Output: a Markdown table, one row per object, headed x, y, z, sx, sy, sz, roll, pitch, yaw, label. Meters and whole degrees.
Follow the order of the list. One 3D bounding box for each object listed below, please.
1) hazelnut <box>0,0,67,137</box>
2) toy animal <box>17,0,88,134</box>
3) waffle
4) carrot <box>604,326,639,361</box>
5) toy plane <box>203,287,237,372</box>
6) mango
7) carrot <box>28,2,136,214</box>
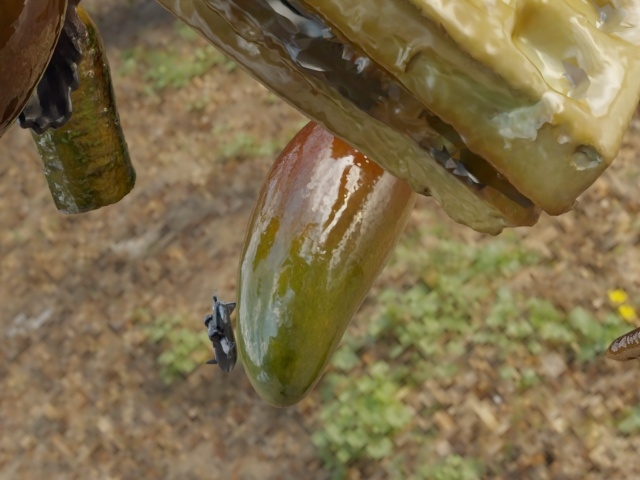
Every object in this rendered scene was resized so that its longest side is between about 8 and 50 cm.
| x | y | z | sx | sy | sz | roll | pitch | yaw | label |
| --- | --- | --- | --- | --- | --- | --- | --- | --- | --- |
| -0.237 | -0.131 | 0.847 | 0.210 | 0.186 | 0.210 | -21 | 38 | 18 | hazelnut |
| -0.088 | -0.251 | 1.003 | 0.225 | 0.302 | 0.284 | -16 | 18 | 49 | toy animal |
| 0.011 | -0.168 | 0.697 | 0.098 | 0.328 | 0.224 | -41 | 13 | 50 | waffle |
| 0.301 | 0.079 | 1.387 | 0.037 | 0.037 | 0.190 | -52 | 15 | -25 | carrot |
| -0.092 | 0.088 | 1.513 | 0.031 | 0.083 | 0.078 | -5 | 32 | -13 | toy plane |
| 0.002 | -0.004 | 1.381 | 0.146 | 0.129 | 0.289 | 115 | 178 | -51 | mango |
| -0.203 | -0.113 | 1.318 | 0.082 | 0.173 | 0.082 | -9 | 28 | 5 | carrot |
